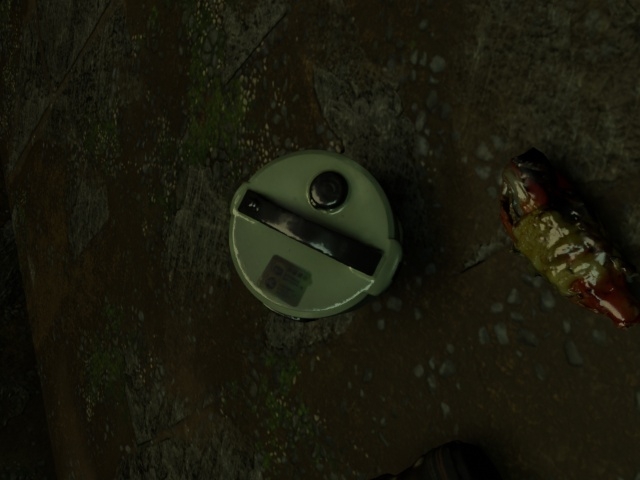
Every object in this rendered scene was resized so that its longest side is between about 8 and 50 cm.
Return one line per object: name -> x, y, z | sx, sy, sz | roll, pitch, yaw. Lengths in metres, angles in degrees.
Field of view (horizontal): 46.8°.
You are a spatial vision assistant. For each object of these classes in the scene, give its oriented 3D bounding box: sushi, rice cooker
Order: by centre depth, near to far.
sushi -> 0.263, 0.007, 0.802 | 0.097, 0.103, 0.226 | -36, 58, 15
rice cooker -> 0.000, 0.000, 0.975 | 0.225, 0.244, 0.226 | -1, 83, 7

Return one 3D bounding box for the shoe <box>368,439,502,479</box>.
shoe -> 0.152, 0.448, 0.853 | 0.237, 0.171, 0.384 | -35, 59, 21
